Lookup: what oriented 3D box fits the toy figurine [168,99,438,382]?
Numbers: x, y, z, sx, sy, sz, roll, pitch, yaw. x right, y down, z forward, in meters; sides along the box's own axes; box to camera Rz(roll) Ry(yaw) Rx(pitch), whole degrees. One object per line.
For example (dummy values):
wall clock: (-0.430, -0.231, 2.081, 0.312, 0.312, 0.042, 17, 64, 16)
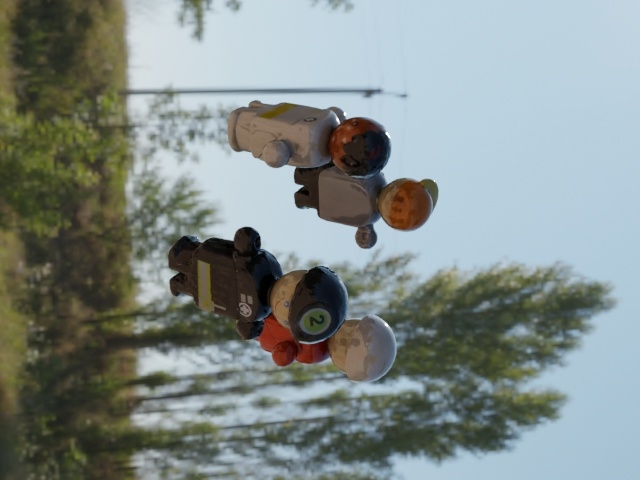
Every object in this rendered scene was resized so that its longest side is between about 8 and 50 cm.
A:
toy figurine: (0.000, 0.000, 0.865, 0.209, 0.148, 0.213, -68, 152, -14)
